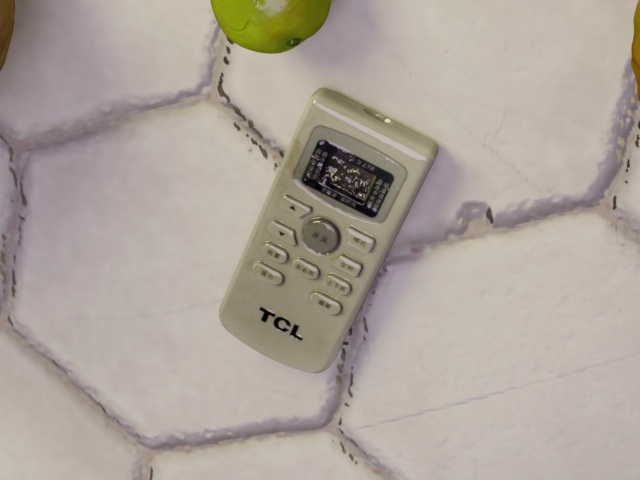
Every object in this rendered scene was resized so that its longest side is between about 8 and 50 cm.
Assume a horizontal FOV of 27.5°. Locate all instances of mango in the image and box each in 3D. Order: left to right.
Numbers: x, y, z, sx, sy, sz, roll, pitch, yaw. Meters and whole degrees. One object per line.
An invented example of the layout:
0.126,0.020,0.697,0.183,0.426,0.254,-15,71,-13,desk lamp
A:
-0.033,-0.162,0.757,0.073,0.056,0.108,-15,107,17,mango

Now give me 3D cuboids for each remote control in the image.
0.000,0.000,0.841,0.087,0.029,0.190,28,120,3,remote control

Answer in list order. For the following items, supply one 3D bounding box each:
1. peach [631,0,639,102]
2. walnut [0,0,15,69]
0.327,-0.087,0.545,0.373,0.290,0.372,-1,80,6,peach
-0.306,-0.132,0.767,0.261,0.225,0.225,-36,102,-2,walnut
